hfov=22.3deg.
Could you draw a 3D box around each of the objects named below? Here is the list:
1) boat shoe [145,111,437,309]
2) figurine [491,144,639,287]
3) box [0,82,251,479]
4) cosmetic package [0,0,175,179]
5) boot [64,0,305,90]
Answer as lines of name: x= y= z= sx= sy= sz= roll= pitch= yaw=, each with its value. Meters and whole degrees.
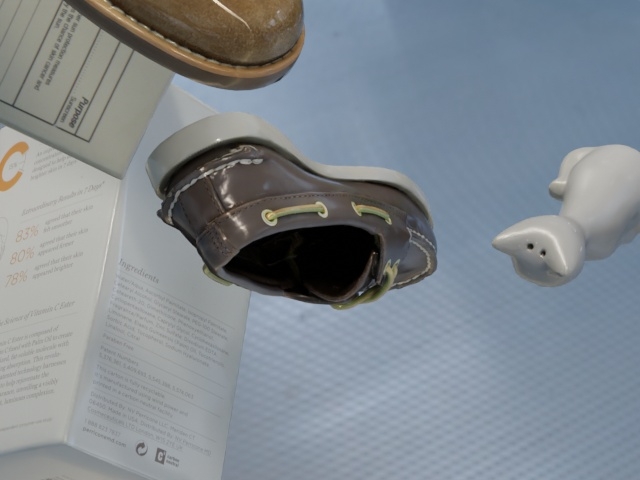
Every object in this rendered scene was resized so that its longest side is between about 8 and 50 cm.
boat shoe: x=0.000 y=0.000 z=1.165 sx=0.117 sy=0.324 sz=0.096 roll=-34 pitch=64 yaw=19
figurine: x=0.261 y=0.007 z=1.296 sx=0.215 sy=0.092 sz=0.209 roll=20 pitch=27 yaw=22
box: x=-0.193 y=0.057 z=1.423 sx=0.215 sy=0.168 sz=0.345 roll=-16 pitch=55 yaw=41
cosmetic package: x=-0.225 y=-0.171 z=0.990 sx=0.296 sy=0.153 sz=0.129 roll=27 pitch=5 yaw=-13
boot: x=-0.096 y=-0.203 z=0.693 sx=0.112 sy=0.115 sz=0.305 roll=-33 pitch=86 yaw=-44
